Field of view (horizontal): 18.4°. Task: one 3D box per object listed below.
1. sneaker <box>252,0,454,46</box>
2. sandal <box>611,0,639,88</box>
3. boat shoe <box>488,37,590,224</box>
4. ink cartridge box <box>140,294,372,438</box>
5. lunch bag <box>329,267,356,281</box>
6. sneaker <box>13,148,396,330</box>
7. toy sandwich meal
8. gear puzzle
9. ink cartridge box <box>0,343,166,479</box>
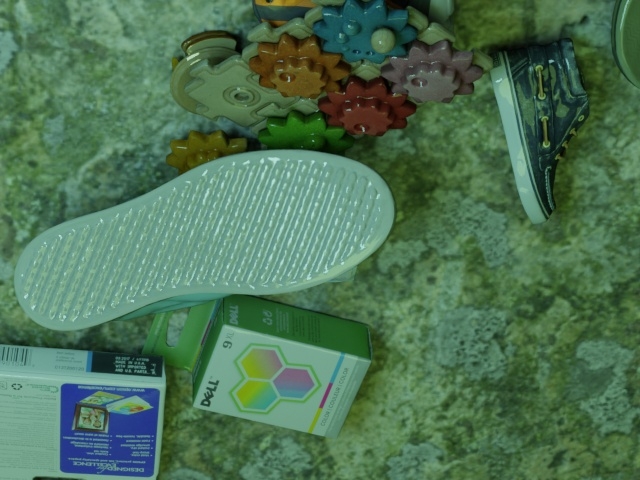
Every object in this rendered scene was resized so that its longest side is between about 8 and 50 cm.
[{"bbox_3d":[0.022,-0.263,1.659,0.180,0.124,0.321,-2,124,-3],"label":"sneaker"},{"bbox_3d":[0.376,-0.241,1.717,0.303,0.086,0.120,-40,117,22],"label":"sandal"},{"bbox_3d":[0.212,-0.098,1.817,0.083,0.065,0.183,-13,123,7],"label":"boat shoe"},{"bbox_3d":[-0.065,0.118,1.949,0.209,0.062,0.109,15,123,-12],"label":"ink cartridge box"},{"bbox_3d":[0.000,0.000,1.880,0.071,0.053,0.083,0,114,-6],"label":"lunch bag"},{"bbox_3d":[-0.096,-0.009,1.818,0.366,0.150,0.135,-10,94,17],"label":"sneaker"},{"bbox_3d":[-0.100,-0.151,1.788,0.085,0.029,0.085,-7,133,-8],"label":"toy sandwich meal"},{"bbox_3d":[-0.024,-0.114,1.735,0.175,0.044,0.339,28,142,-34],"label":"gear puzzle"},{"bbox_3d":[-0.262,0.186,1.985,0.206,0.045,0.208,4,137,-5],"label":"ink cartridge box"}]
